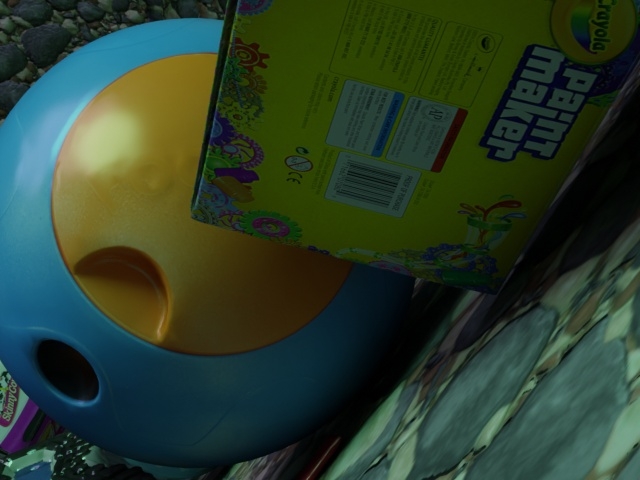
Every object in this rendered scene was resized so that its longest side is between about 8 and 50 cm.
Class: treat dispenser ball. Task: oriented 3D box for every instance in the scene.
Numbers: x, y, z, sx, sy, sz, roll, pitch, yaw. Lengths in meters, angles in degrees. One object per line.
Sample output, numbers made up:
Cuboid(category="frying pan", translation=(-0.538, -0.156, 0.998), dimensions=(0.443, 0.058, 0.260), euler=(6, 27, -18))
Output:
Cuboid(category="treat dispenser ball", translation=(-0.081, 0.002, 1.047), dimensions=(0.288, 0.288, 0.288), euler=(-51, 3, 4))

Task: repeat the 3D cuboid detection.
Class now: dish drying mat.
Cuboid(category="dish drying mat", translation=(-0.015, 0.151, 0.970), dimensions=(0.083, 0.008, 0.032), euler=(-51, 4, -11))

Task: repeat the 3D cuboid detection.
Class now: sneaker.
Cuboid(category="sneaker", translation=(-0.148, 0.227, 1.056), dimensions=(0.130, 0.147, 0.330), euler=(-23, 11, -10))

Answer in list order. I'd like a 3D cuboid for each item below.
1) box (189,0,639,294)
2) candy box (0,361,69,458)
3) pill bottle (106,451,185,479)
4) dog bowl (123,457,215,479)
Cuboid(category="box", translation=(0.062, -0.172, 0.809), dimensions=(0.290, 0.177, 0.279), euler=(110, 173, -62))
Cuboid(category="candy box", translation=(-0.258, 0.159, 1.485), dimensions=(0.233, 0.071, 0.159), euler=(99, -164, -62))
Cuboid(category="pill bottle", translation=(-0.190, 0.239, 1.530), dimensions=(0.103, 0.103, 0.184), euler=(-49, 4, 35))
Cuboid(category="dog bowl", translation=(-0.082, 0.076, 1.447), dimensions=(0.074, 0.166, 0.297), euler=(-27, 22, 53))
